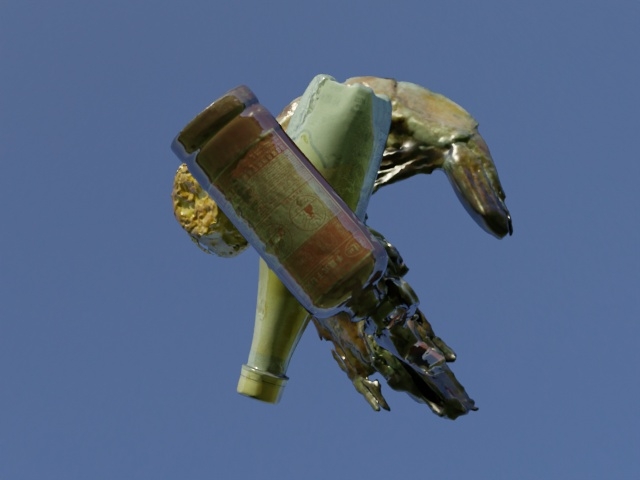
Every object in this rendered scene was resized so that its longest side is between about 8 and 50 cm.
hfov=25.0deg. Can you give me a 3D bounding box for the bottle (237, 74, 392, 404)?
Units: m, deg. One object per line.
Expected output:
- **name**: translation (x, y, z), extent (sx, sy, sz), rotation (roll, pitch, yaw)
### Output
- **bottle**: translation (-0.014, 0.001, 1.174), extent (0.083, 0.083, 0.269), rotation (18, -91, -6)

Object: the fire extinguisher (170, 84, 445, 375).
- **fire extinguisher**: translation (-0.006, 0.005, 1.030), extent (0.075, 0.106, 0.252), rotation (-40, -95, 7)

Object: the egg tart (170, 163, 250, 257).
- **egg tart**: translation (-0.111, -0.044, 1.444), extent (0.052, 0.130, 0.130), rotation (-11, -66, -41)

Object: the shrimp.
- **shrimp**: translation (0.077, -0.009, 1.331), extent (0.233, 0.071, 0.365), rotation (-30, -118, -2)
